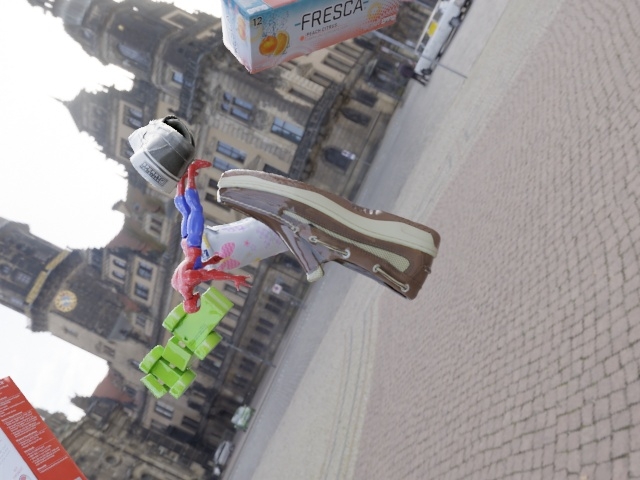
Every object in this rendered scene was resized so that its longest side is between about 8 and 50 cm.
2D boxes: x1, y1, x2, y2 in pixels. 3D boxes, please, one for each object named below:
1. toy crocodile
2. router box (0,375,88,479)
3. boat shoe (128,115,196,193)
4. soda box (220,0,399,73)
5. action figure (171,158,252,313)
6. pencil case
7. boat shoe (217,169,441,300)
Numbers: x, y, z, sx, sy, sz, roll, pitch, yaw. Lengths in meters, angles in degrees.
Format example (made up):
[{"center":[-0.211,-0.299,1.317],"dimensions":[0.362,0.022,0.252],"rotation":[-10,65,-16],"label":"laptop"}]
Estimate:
[{"center":[-0.292,0.229,1.098],"dimensions":[0.341,0.115,0.105],"rotation":[-55,-3,25],"label":"toy crocodile"},{"center":[-0.659,0.502,1.032],"dimensions":[0.335,0.301,0.082],"rotation":[-48,-12,18],"label":"router box"},{"center":[-0.192,-0.118,0.646],"dimensions":[0.070,0.078,0.219],"rotation":[-46,28,0],"label":"boat shoe"},{"center":[-0.006,-0.232,0.499],"dimensions":[0.183,0.058,0.063],"rotation":[-28,-28,-23],"label":"soda box"},{"center":[-0.207,-0.001,0.954],"dimensions":[0.091,0.138,0.281],"rotation":[-20,65,51],"label":"action figure"},{"center":[-0.188,-0.001,1.259],"dimensions":[0.272,0.124,0.113],"rotation":[-18,0,-33],"label":"pencil case"},{"center":[0.000,-0.001,0.558],"dimensions":[0.095,0.257,0.095],"rotation":[77,-149,-82],"label":"boat shoe"}]
